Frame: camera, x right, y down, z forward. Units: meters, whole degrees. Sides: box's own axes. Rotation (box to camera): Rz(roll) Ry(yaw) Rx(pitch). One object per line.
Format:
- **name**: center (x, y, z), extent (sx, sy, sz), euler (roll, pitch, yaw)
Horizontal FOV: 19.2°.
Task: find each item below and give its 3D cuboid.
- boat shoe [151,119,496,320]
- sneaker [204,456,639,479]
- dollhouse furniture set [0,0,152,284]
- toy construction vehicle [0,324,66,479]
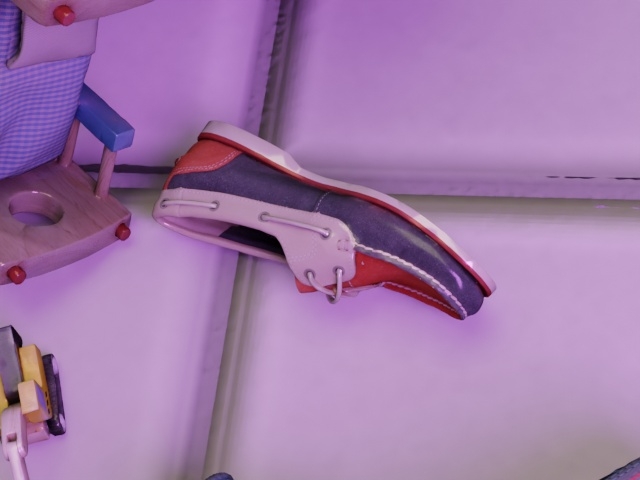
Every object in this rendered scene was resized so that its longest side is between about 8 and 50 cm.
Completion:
- **boat shoe**: center (0.000, 0.000, 0.693), extent (0.137, 0.049, 0.043), euler (26, 70, 26)
- **sneaker**: center (0.005, 0.112, 0.594), extent (0.262, 0.104, 0.125), euler (-26, 56, -6)
- **dollhouse furniture set**: center (-0.080, -0.093, 0.741), extent (0.184, 0.129, 0.129), euler (-24, 54, -40)
- **toy construction vehicle**: center (-0.138, 0.069, 0.684), extent (0.086, 0.035, 0.098), euler (-12, 58, 3)
